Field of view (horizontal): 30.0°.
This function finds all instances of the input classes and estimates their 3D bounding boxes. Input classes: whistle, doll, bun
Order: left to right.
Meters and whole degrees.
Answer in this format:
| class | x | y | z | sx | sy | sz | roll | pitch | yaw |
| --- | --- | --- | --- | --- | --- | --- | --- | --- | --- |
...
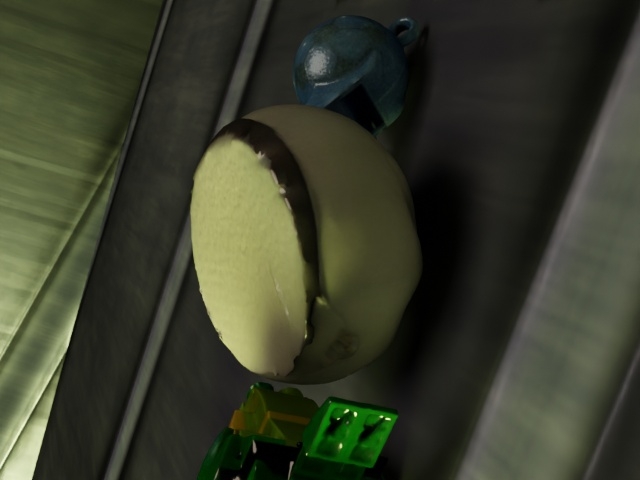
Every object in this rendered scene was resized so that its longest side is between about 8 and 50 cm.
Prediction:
| class | x | y | z | sx | sy | sz | roll | pitch | yaw |
| --- | --- | --- | --- | --- | --- | --- | --- | --- | --- |
| doll | -0.018 | 0.142 | 0.690 | 0.186 | 0.106 | 0.134 | -168 | 89 | -74 |
| bun | 0.000 | 0.000 | 0.738 | 0.173 | 0.119 | 0.173 | 24 | 118 | 54 |
| whistle | 0.007 | -0.104 | 0.838 | 0.158 | 0.090 | 0.090 | -39 | 19 | -1 |
